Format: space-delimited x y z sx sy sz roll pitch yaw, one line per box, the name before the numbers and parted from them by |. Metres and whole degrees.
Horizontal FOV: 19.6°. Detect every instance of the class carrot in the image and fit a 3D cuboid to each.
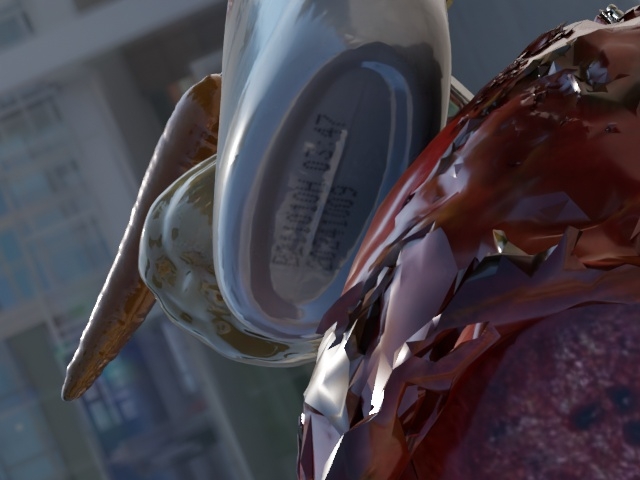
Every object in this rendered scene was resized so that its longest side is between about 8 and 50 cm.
carrot | -0.130 -0.007 1.480 0.069 0.336 0.069 27 -167 -7

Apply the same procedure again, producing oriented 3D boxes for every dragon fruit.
dragon fruit | 0.137 0.062 0.611 0.301 0.295 0.295 -43 -64 -43

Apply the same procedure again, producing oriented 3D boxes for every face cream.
face cream | 0.002 -0.107 0.819 0.337 0.080 0.163 -91 17 -57

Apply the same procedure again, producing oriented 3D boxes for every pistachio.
pistachio | 0.000 0.000 1.085 0.144 0.215 0.144 172 90 -69

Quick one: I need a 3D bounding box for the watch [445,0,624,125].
watch | 0.183 -0.187 1.509 0.165 0.268 0.102 48 -175 -30
